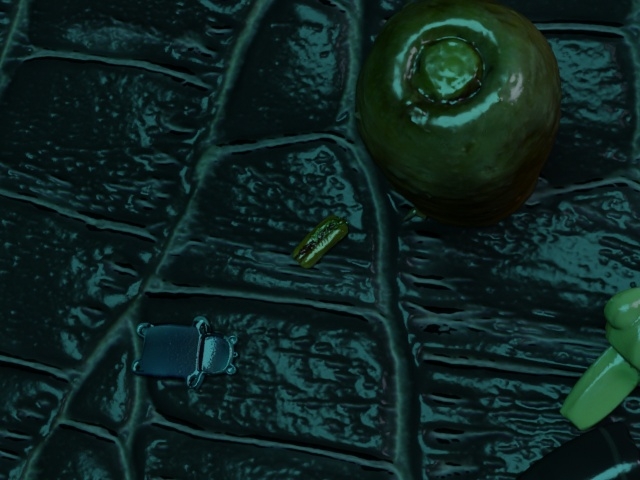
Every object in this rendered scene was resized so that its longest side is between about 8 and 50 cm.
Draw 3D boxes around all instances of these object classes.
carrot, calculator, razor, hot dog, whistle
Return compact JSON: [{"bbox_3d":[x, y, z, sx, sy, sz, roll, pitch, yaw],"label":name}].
[{"bbox_3d":[0.158,-0.135,1.412,0.224,0.341,0.224,-3,75,11],"label":"carrot"},{"bbox_3d":[-0.171,0.141,1.599,0.141,0.019,0.094,2,76,15],"label":"calculator"},{"bbox_3d":[0.288,0.264,1.404,0.148,0.054,0.090,-30,29,8],"label":"razor"},{"bbox_3d":[0.000,0.000,1.587,0.083,0.021,0.037,-46,70,1],"label":"hot dog"},{"bbox_3d":[0.381,0.086,1.416,0.294,0.141,0.141,-42,67,20],"label":"whistle"}]
